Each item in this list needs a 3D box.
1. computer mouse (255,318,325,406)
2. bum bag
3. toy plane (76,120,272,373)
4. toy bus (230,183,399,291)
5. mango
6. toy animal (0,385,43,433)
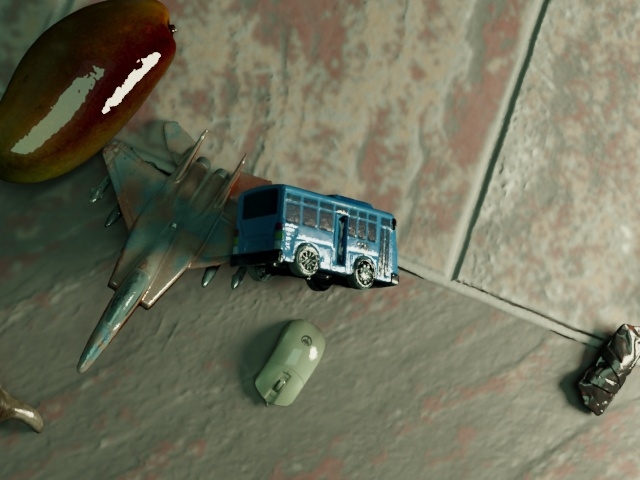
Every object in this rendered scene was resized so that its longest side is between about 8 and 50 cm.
[{"bbox_3d":[-0.034,0.142,1.092,0.056,0.032,0.110,32,76,-6],"label":"computer mouse"},{"bbox_3d":[0.363,0.156,1.182,0.058,0.034,0.124,42,75,-19],"label":"bum bag"},{"bbox_3d":[-0.176,0.014,1.028,0.223,0.104,0.326,32,61,-6],"label":"toy plane"},{"bbox_3d":[0.000,0.000,1.057,0.185,0.090,0.106,13,75,-41],"label":"toy bus"},{"bbox_3d":[-0.268,-0.167,1.040,0.133,0.111,0.267,41,73,-2],"label":"mango"},{"bbox_3d":[-0.417,0.184,0.959,0.233,0.121,0.168,-30,106,-25],"label":"toy animal"}]
